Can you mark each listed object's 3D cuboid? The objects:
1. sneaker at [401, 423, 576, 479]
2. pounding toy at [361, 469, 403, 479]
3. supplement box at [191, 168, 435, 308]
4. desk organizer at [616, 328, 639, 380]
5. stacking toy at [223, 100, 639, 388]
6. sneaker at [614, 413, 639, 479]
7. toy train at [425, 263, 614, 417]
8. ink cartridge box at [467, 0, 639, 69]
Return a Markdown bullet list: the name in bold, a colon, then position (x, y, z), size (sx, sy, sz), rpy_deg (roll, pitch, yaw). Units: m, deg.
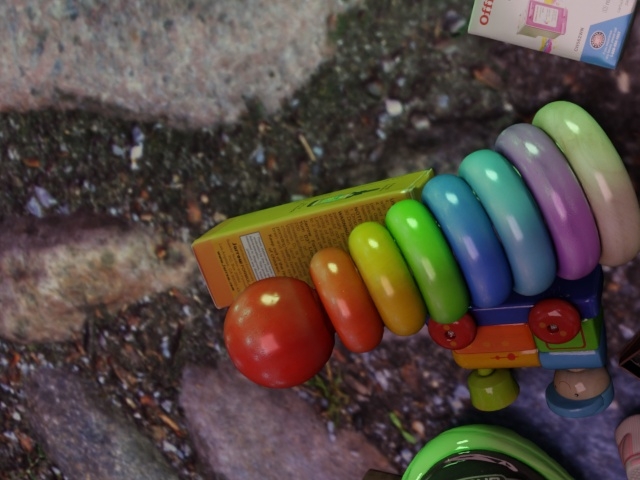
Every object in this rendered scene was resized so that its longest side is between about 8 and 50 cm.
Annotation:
- **sneaker**: position (0.258, 0.372, 0.818), size (0.483, 0.202, 0.185), rpy_deg (34, 137, 12)
- **pounding toy**: position (0.059, 0.374, 0.932), size (0.094, 0.181, 0.205), rpy_deg (8, 113, 20)
- **supplement box**: position (0.000, 0.000, 0.875), size (0.234, 0.078, 0.080), rpy_deg (-15, 103, 28)
- **desk organizer**: position (0.322, 0.132, 0.800), size (0.130, 0.050, 0.047), rpy_deg (35, 119, 8)
- **stacking toy**: position (0.075, 0.016, 0.739), size (0.331, 0.141, 0.141), rpy_deg (-24, 100, 1)
- **sneaker**: position (0.302, 0.207, 0.846), size (0.051, 0.070, 0.134), rpy_deg (-14, 133, 19)
- **toy train**: position (0.137, 0.094, 0.847), size (0.248, 0.105, 0.143), rpy_deg (-7, 120, 26)
- **ink cartridge box**: position (0.187, -0.194, 0.733), size (0.123, 0.052, 0.088), rpy_deg (19, 116, 17)
